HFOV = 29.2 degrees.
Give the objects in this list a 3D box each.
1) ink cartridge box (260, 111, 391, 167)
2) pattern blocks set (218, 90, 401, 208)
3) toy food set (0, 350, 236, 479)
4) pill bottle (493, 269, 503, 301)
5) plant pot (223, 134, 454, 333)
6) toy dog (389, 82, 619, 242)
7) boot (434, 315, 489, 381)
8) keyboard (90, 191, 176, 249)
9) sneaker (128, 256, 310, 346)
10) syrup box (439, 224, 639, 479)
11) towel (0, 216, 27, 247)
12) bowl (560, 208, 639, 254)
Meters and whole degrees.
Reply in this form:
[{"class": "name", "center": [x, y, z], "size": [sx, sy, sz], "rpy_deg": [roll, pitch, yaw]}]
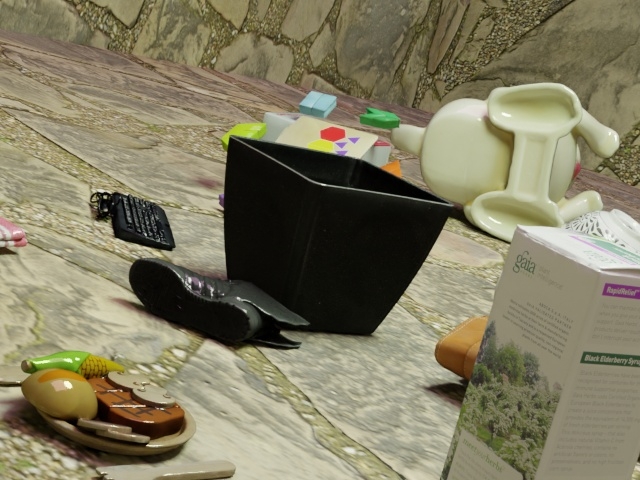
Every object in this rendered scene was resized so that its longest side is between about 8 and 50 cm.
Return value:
[{"class": "ink cartridge box", "center": [-0.004, -0.122, 1.965], "size": [0.176, 0.127, 0.128], "rpy_deg": [22, 14, 25]}, {"class": "pattern blocks set", "center": [-0.015, -0.115, 1.805], "size": [0.285, 0.026, 0.325], "rpy_deg": [24, 46, 29]}, {"class": "toy food set", "center": [-0.153, 0.118, 0.903], "size": [0.132, 0.039, 0.192], "rpy_deg": [4, 17, -46]}, {"class": "pill bottle", "center": [0.315, 0.089, 1.448], "size": [0.208, 0.119, 0.119], "rpy_deg": [27, 16, 40]}, {"class": "plant pot", "center": [0.000, 0.000, 1.330], "size": [0.188, 0.167, 0.187], "rpy_deg": [6, 16, -36]}, {"class": "toy dog", "center": [0.357, -0.141, 2.312], "size": [0.395, 0.285, 0.408], "rpy_deg": [1, 5, 23]}, {"class": "boot", "center": [0.207, 0.128, 1.151], "size": [0.220, 0.109, 0.283], "rpy_deg": [24, 12, 27]}, {"class": "keyboard", "center": [-0.230, -0.038, 1.513], "size": [0.100, 0.038, 0.192], "rpy_deg": [12, 12, -16]}, {"class": "sneaker", "center": [-0.100, 0.061, 1.211], "size": [0.170, 0.051, 0.089], "rpy_deg": [25, 14, 18]}, {"class": "syrup box", "center": [0.163, 0.117, 0.846], "size": [0.096, 0.237, 0.093], "rpy_deg": [8, 13, -32]}, {"class": "towel", "center": [-0.411, -0.019, 1.222], "size": [0.144, 0.029, 0.197], "rpy_deg": [25, 17, 35]}, {"class": "bowl", "center": [0.490, 0.001, 2.038], "size": [0.170, 0.080, 0.170], "rpy_deg": [31, 22, -14]}]
